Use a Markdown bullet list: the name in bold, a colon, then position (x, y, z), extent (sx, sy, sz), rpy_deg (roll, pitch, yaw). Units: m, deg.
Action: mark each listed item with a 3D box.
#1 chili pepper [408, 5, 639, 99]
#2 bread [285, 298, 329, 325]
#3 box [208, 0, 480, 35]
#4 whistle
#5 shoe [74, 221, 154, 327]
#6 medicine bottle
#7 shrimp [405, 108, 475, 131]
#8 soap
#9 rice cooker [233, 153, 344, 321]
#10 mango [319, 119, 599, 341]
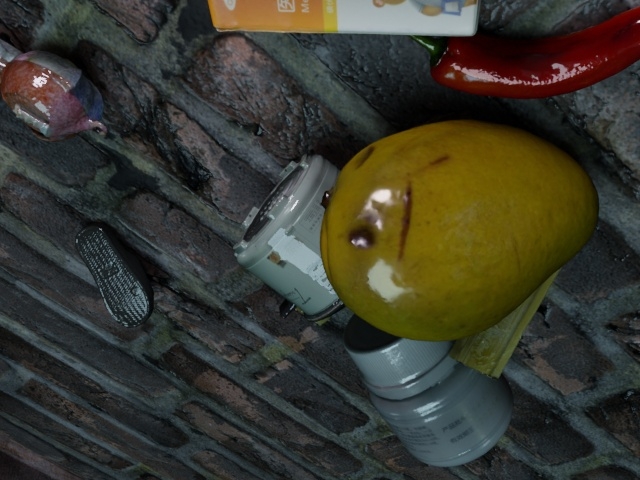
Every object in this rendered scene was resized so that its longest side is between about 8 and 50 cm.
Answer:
- **chili pepper**: position (0.282, -0.255, 0.853), extent (0.368, 0.092, 0.137), rpy_deg (-3, 120, 10)
- **bread**: position (-0.022, 0.091, 1.286), extent (0.157, 0.083, 0.094), rpy_deg (35, 131, -19)
- **box**: position (0.024, -0.376, 0.763), extent (0.341, 0.144, 0.225), rpy_deg (5, 135, 12)
- **whistle**: position (-0.497, -0.270, 1.060), extent (0.346, 0.134, 0.142), rpy_deg (32, 172, -3)
- **shoe**: position (-0.429, 0.066, 1.403), extent (0.108, 0.093, 0.241), rpy_deg (-24, 102, 16)
- **medicine bottle**: position (0.206, 0.254, 1.256), extent (0.245, 0.245, 0.306), rpy_deg (-20, 115, 33)
- **shrimp**: position (0.170, -0.146, 1.017), extent (0.099, 0.041, 0.180), rpy_deg (37, 132, -22)
- **soap**: position (0.324, 0.114, 1.122), extent (0.092, 0.037, 0.252), rpy_deg (28, 93, -12)
- **rice cooker**: position (0.000, 0.000, 1.081), extent (0.227, 0.241, 0.281), rpy_deg (37, 94, -14)
- **mango**: position (0.211, -0.022, 0.911), extent (0.444, 0.302, 0.220), rpy_deg (-9, 172, -18)
